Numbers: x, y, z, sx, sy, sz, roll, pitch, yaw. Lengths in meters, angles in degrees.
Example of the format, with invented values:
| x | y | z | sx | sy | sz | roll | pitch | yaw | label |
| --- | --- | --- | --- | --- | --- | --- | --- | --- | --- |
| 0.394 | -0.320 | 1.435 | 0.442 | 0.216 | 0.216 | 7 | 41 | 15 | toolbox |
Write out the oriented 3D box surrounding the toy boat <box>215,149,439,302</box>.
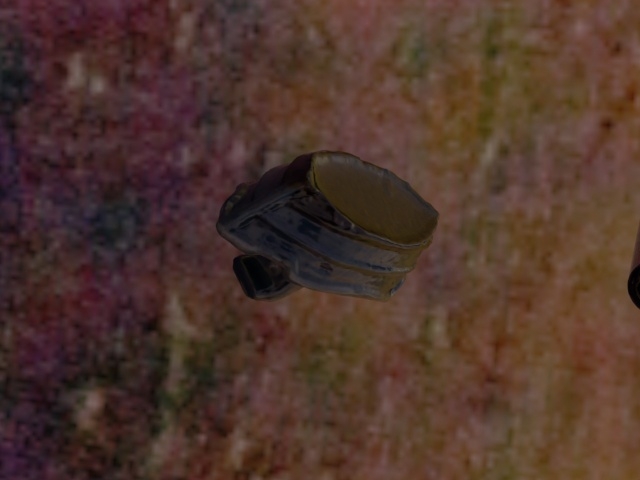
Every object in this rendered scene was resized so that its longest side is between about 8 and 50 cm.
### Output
| x | y | z | sx | sy | sz | roll | pitch | yaw | label |
| --- | --- | --- | --- | --- | --- | --- | --- | --- | --- |
| 0.000 | 0.000 | 1.579 | 0.309 | 0.142 | 0.129 | 11 | 47 | -61 | toy boat |

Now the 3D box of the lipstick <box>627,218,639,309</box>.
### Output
| x | y | z | sx | sy | sz | roll | pitch | yaw | label |
| --- | --- | --- | --- | --- | --- | --- | --- | --- | --- |
| 0.343 | -0.002 | 1.789 | 0.356 | 0.057 | 0.057 | -48 | 137 | -69 | lipstick |
